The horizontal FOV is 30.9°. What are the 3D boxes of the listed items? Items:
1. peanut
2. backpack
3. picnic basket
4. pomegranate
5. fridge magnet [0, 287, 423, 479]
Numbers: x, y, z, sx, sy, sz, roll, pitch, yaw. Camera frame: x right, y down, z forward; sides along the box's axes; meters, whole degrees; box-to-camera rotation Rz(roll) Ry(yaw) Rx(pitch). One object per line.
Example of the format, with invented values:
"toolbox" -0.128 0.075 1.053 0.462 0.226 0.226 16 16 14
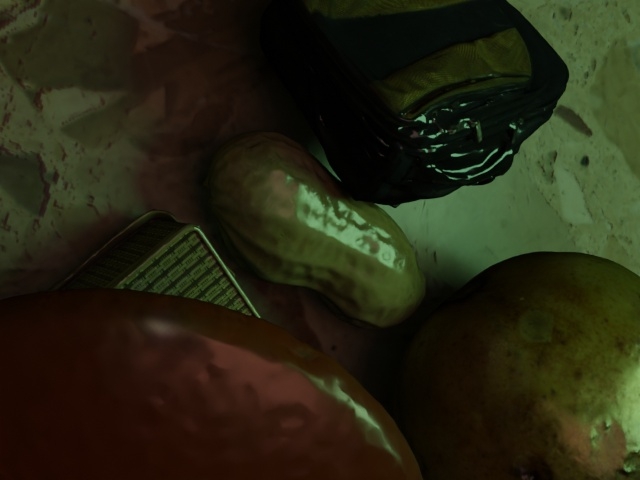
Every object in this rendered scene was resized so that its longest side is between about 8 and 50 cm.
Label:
"peanut" 0.000 0.000 0.866 0.214 0.090 0.099 34 82 -30
"backpack" 0.081 -0.130 0.872 0.258 0.133 0.206 -23 73 -38
"picnic basket" -0.105 0.072 0.811 0.115 0.079 0.164 -42 115 -23
"pomegranate" 0.184 0.137 0.916 0.260 0.260 0.261 -3 96 -32
"fridge magnet" -0.115 0.176 0.702 0.363 0.155 0.364 0 121 0
